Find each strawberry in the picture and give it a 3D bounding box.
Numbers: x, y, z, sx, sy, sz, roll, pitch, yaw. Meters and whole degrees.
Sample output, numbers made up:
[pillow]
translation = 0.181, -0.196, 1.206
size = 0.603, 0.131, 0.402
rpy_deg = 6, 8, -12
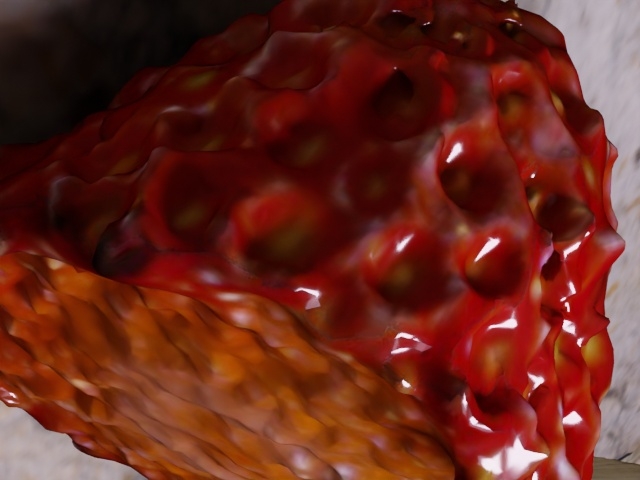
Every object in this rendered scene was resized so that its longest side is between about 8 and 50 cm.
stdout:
[strawberry]
translation = 0.000, 0.000, 0.553
size = 0.234, 0.234, 0.178
rpy_deg = 80, 34, -60

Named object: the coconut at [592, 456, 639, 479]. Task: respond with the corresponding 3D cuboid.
[coconut]
translation = 0.065, 0.251, 0.798
size = 0.323, 0.323, 0.323
rpy_deg = -31, 152, -19
